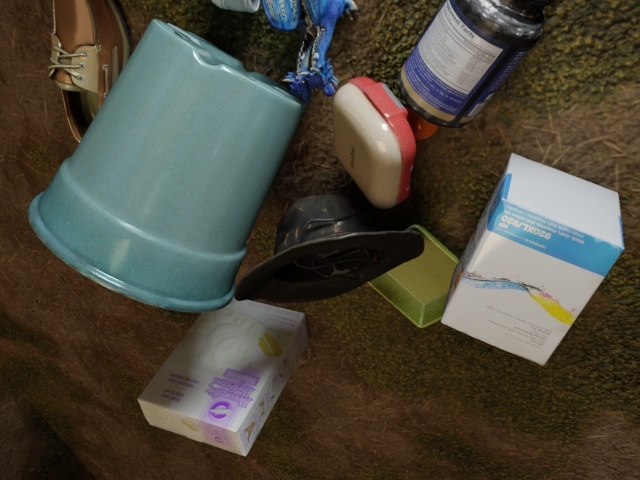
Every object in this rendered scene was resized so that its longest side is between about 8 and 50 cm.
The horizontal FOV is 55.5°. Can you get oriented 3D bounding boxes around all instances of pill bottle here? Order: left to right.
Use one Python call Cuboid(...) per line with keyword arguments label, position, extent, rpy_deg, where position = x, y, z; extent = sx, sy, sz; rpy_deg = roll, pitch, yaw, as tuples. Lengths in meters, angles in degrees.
Cuboid(label="pill bottle", position=(0.199, -0.256, 0.767), extent=(0.123, 0.122, 0.219), rpy_deg=(34, 137, -2))

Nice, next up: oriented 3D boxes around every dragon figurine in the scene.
Cuboid(label="dragon figurine", position=(-0.022, -0.331, 0.809), extent=(0.085, 0.144, 0.289), rpy_deg=(3, 130, 28))

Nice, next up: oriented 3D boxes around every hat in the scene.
Cuboid(label="hat", position=(0.000, 0.000, 1.016), extent=(0.331, 0.332, 0.133), rpy_deg=(-33, 66, 45))

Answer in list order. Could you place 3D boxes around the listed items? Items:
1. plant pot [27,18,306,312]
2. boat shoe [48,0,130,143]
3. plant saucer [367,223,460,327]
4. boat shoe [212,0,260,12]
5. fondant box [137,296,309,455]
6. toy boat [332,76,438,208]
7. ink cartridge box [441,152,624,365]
Cuboid(label="plant pot", position=(-0.210, -0.125, 0.931), extent=(0.341, 0.341, 0.334), rpy_deg=(31, 104, 2))
Cuboid(label="boat shoe", position=(-0.412, -0.305, 1.075), extent=(0.123, 0.120, 0.323), rpy_deg=(17, 135, 16))
Cuboid(label="plant saucer", position=(0.186, 0.060, 1.121), extent=(0.188, 0.045, 0.188), rpy_deg=(41, 137, -10))
Cuboid(label="boat shoe", position=(-0.106, -0.420, 0.833), extent=(0.081, 0.079, 0.227), rpy_deg=(18, 142, 5))
Cuboid(label="fondant box", position=(-0.199, 0.277, 1.332), extent=(0.239, 0.330, 0.096), rpy_deg=(10, 133, 21))
Cuboid(label="toy boat", position=(0.110, -0.154, 0.907), extent=(0.151, 0.151, 0.231), rpy_deg=(56, 170, 21))
Cuboid(label="ink cartridge box", position=(0.306, 0.028, 0.902), extent=(0.168, 0.171, 0.232), rpy_deg=(23, 125, 8))
